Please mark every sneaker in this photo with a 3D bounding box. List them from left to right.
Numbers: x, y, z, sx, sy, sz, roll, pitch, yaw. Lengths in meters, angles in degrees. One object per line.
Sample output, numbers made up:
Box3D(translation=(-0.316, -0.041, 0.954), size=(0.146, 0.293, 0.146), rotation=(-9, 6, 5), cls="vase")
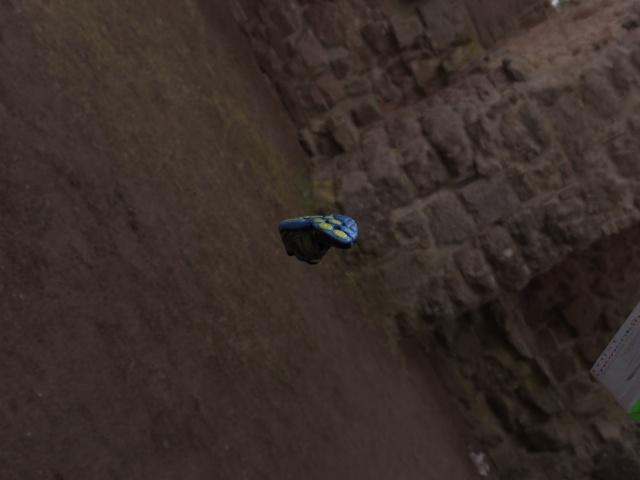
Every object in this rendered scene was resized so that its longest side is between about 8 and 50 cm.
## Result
Box3D(translation=(0.000, 0.000, 1.237), size=(0.188, 0.067, 0.078), rotation=(0, -77, 55), cls="sneaker")

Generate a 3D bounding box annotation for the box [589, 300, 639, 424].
Box3D(translation=(0.447, 0.184, 0.811), size=(0.262, 0.126, 0.231), rotation=(34, 6, 8), cls="box")
